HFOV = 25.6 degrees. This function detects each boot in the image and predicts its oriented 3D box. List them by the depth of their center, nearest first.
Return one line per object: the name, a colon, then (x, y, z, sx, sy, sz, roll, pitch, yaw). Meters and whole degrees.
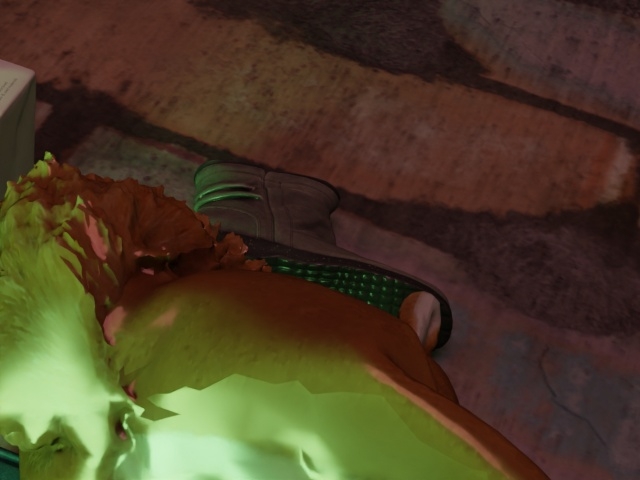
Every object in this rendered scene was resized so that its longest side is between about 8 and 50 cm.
boot: (0.000, 0.000, 1.195, 0.246, 0.083, 0.161, 15, 37, 0)

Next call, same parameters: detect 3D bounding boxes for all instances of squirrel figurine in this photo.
squirrel figurine: (-0.037, 0.097, 0.877, 0.397, 0.281, 0.370, 42, 17, 9)

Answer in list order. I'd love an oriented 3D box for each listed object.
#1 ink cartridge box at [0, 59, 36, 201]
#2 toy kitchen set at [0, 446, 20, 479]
ink cartridge box: (-0.358, -0.104, 1.171, 0.231, 0.134, 0.078, 18, 43, 6)
toy kitchen set: (-0.210, 0.191, 0.873, 0.122, 0.166, 0.207, 19, 43, 7)
